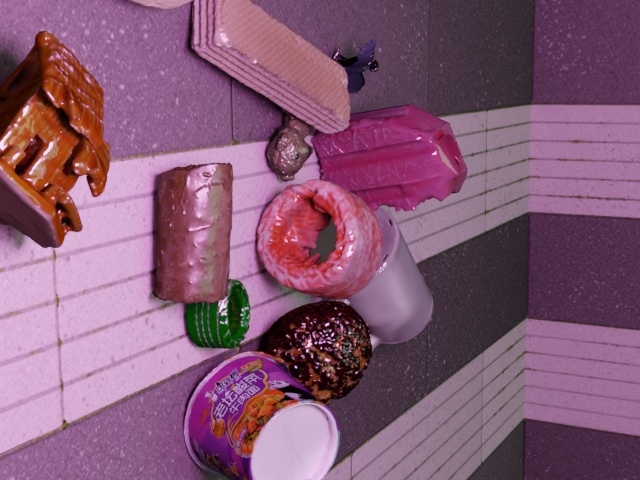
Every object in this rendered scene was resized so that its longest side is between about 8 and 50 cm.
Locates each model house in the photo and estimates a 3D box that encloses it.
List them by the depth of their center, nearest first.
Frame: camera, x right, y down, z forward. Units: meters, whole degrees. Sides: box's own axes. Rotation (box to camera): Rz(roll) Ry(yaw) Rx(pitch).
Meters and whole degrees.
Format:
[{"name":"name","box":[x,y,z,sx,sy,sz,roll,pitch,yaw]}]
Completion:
[{"name":"model house","box":[-0.355,-0.129,1.333,0.199,0.220,0.229,41,69,-39]}]

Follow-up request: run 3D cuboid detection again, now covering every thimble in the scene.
[{"name":"thimble","box":[-0.186,0.129,1.825,0.118,0.090,0.130,-54,140,-49]},{"name":"thimble","box":[0.000,0.000,2.005,0.162,0.239,0.239,21,75,-58]}]

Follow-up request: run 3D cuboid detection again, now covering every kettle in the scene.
[{"name":"kettle","box":[0.119,0.109,2.284,0.318,0.205,0.265,57,35,-53]}]

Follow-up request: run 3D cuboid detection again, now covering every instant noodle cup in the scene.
[{"name":"instant noodle cup","box":[-0.095,0.348,1.827,0.251,0.190,0.251,-12,111,-34]}]

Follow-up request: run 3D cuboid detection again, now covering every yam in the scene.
[{"name":"yam","box":[-0.215,-0.018,1.707,0.129,0.128,0.238,-53,147,-80]}]

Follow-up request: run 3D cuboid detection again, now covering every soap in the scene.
[{"name":"soap","box":[0.152,-0.178,2.156,0.127,0.325,0.220,-43,120,-44]}]

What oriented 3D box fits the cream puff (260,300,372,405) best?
[{"name":"cream puff","box":[-0.004,0.237,2.035,0.239,0.239,0.165,52,9,-53]}]

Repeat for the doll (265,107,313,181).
[{"name":"doll","box":[-0.038,-0.252,2.074,0.286,0.091,0.202,-62,157,-56]}]

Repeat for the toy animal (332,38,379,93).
[{"name":"toy animal","box":[0.076,-0.389,2.238,0.220,0.108,0.062,118,-14,-65]}]

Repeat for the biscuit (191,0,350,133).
[{"name":"biscuit","box":[-0.080,-0.336,1.890,0.426,0.078,0.144,27,56,-52]}]

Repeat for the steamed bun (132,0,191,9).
[{"name":"steamed bun","box":[-0.237,-0.460,1.535,0.250,0.200,0.154,7,64,-66]}]
